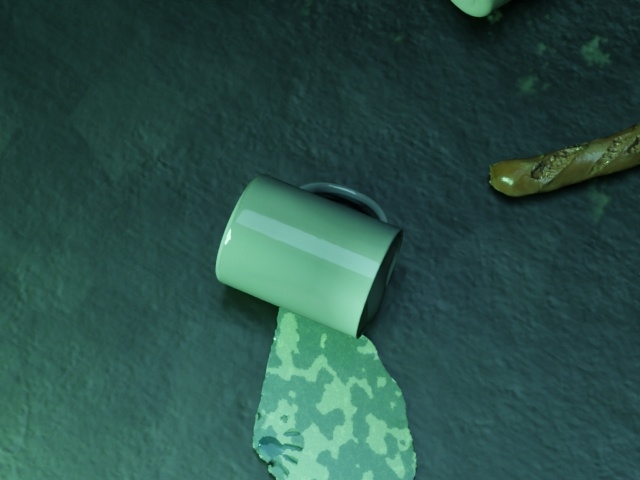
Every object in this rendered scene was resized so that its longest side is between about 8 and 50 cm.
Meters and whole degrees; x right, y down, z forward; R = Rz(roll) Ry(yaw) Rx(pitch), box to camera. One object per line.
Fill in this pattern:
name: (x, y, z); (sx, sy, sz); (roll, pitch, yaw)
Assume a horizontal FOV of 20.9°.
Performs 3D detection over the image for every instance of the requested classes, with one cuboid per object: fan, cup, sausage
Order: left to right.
cup: (-0.004, 0.010, 1.443); (0.133, 0.136, 0.099); (21, 102, 9)
fan: (0.010, 0.160, 1.414); (0.131, 0.009, 0.240); (-7, 67, -4)
sausage: (0.222, -0.068, 1.500); (0.158, 0.042, 0.036); (-15, 106, -5)

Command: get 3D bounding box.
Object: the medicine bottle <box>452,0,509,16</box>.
medicine bottle: (0.183, -0.280, 1.551); (0.168, 0.105, 0.105); (-32, 71, -13)
